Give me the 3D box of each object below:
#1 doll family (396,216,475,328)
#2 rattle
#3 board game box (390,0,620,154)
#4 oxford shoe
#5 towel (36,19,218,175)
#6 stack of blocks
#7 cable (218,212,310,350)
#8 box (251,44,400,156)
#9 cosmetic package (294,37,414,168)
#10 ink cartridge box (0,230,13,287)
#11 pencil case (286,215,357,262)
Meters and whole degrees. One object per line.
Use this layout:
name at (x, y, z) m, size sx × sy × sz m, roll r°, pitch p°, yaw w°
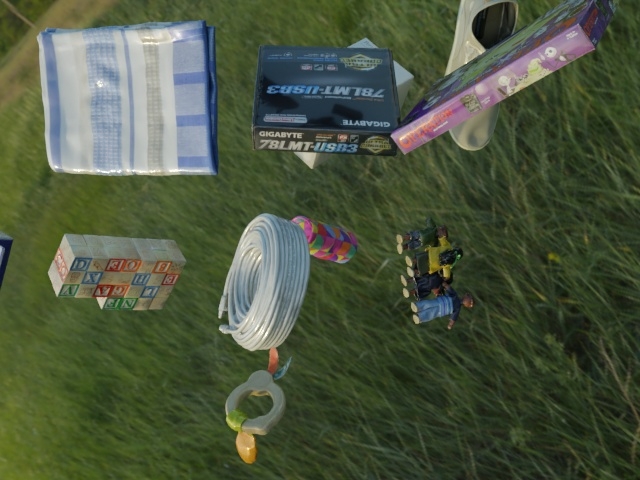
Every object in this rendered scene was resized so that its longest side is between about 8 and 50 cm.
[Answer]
doll family at (0.203, 0.058, 1.198) m, size 0.111 × 0.193 × 0.076 m, roll -13°, pitch 22°, yaw -15°
rattle at (-0.114, 0.349, 1.473) m, size 0.130 × 0.143 × 0.199 m, roll -11°, pitch 34°, yaw 23°
board game box at (0.281, -0.267, 1.073) m, size 0.347 × 0.056 × 0.208 m, roll -26°, pitch 22°, yaw 45°
oxford shoe at (0.413, -0.433, 1.774) m, size 0.169 × 0.449 × 0.130 m, roll -10°, pitch 33°, yaw -16°
towel at (-0.270, -0.193, 0.954) m, size 0.285 × 0.209 × 0.034 m, roll 4°, pitch 11°, yaw 22°
stack of blocks at (-0.506, 0.082, 1.714) m, size 0.087 × 0.297 × 0.171 m, roll 53°, pitch 122°, yaw 35°
cable at (-0.102, 0.080, 1.298) m, size 0.257 × 0.089 × 0.257 m, roll 25°, pitch 102°, yaw 65°
box at (0.011, -0.298, 1.438) m, size 0.073 × 0.295 × 0.293 m, roll 94°, pitch 178°, yaw -46°
cosmetic package at (0.051, -0.372, 1.847) m, size 0.365 × 0.197 × 0.155 m, roll -38°, pitch -19°, yaw -32°
ink cartridge box at (-0.645, 0.117, 1.250) m, size 0.307 × 0.072 × 0.303 m, roll 21°, pitch 96°, yaw 38°
pencil case at (0.000, 0.000, 1.845) m, size 0.104 × 0.236 × 0.104 m, roll -9°, pitch 75°, yaw 36°
